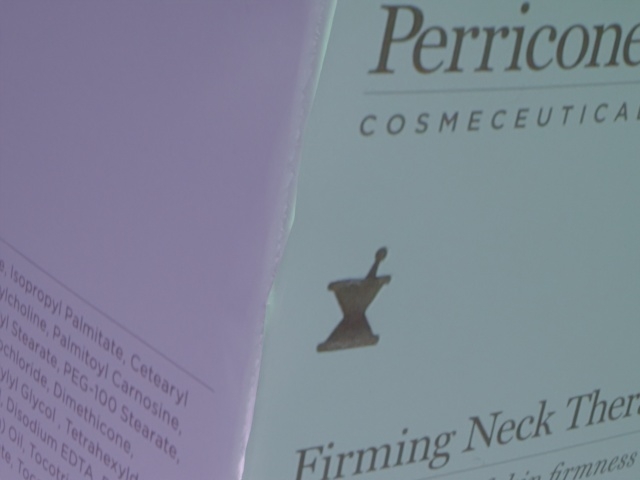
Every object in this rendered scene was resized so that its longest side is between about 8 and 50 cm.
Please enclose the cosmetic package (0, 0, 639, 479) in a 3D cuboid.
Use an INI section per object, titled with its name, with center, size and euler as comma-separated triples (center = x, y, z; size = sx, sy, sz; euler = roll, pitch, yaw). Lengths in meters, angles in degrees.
[cosmetic package]
center = 0.000, 0.000, 0.919
size = 0.329, 0.327, 0.393
euler = -7, 116, -38
